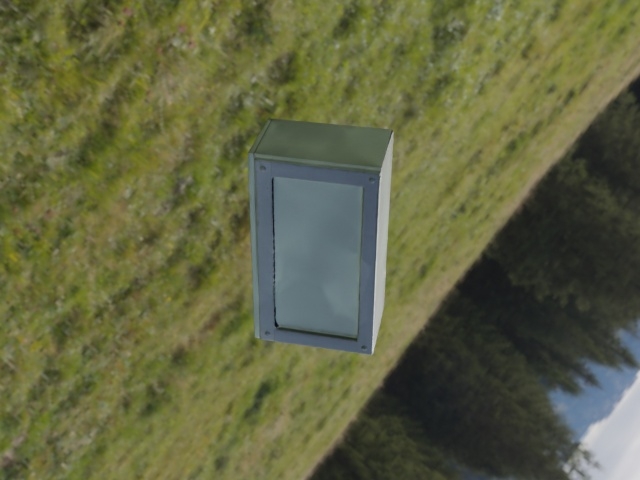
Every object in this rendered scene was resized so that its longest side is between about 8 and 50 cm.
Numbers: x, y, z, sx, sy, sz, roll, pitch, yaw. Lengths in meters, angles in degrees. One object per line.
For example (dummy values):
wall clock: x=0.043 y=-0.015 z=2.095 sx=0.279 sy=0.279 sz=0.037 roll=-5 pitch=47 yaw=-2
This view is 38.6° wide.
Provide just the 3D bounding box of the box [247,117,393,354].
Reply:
box: x=0.000 y=0.000 z=0.933 sx=0.086 sy=0.129 sz=0.225 roll=-70 pitch=164 yaw=-55
